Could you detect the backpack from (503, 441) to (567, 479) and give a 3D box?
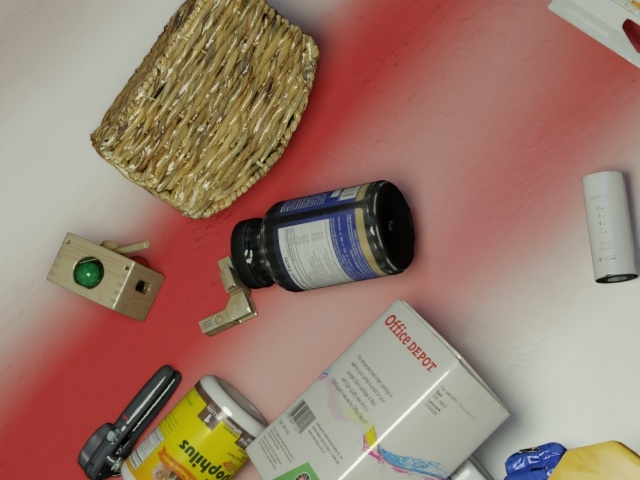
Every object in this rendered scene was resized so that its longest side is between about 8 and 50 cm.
[{"bbox_3d":[0.287,0.294,1.706,0.120,0.098,0.101,-16,71,12],"label":"backpack"}]

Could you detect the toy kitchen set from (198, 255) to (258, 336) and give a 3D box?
[{"bbox_3d":[-0.138,0.072,1.884,0.075,0.068,0.083,-25,73,9],"label":"toy kitchen set"}]

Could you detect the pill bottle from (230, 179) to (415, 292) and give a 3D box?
[{"bbox_3d":[0.000,0.000,1.824,0.219,0.123,0.122,-11,75,27],"label":"pill bottle"}]

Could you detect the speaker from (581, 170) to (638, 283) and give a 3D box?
[{"bbox_3d":[0.362,-0.017,1.773,0.055,0.055,0.136,-9,76,13],"label":"speaker"}]

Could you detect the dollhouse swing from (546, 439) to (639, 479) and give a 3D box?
[{"bbox_3d":[0.399,0.439,1.598,0.305,0.315,0.346,38,98,47],"label":"dollhouse swing"}]

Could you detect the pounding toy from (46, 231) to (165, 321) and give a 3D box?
[{"bbox_3d":[-0.277,0.038,1.891,0.130,0.141,0.100,23,85,18],"label":"pounding toy"}]

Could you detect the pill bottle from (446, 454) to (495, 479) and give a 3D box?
[{"bbox_3d":[0.122,0.340,1.735,0.193,0.108,0.108,-42,71,3],"label":"pill bottle"}]

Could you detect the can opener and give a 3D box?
[{"bbox_3d":[-0.253,0.242,1.884,0.073,0.059,0.186,39,91,20],"label":"can opener"}]

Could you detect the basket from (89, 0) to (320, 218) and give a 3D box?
[{"bbox_3d":[-0.148,-0.187,1.930,0.213,0.223,0.299,34,88,-14],"label":"basket"}]

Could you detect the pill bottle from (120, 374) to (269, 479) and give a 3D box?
[{"bbox_3d":[-0.174,0.285,1.823,0.117,0.117,0.215,43,92,19],"label":"pill bottle"}]

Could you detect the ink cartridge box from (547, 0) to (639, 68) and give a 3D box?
[{"bbox_3d":[0.470,-0.312,1.805,0.275,0.060,0.239,37,91,18],"label":"ink cartridge box"}]

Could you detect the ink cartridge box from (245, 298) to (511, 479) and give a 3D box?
[{"bbox_3d":[0.066,0.232,1.713,0.278,0.117,0.201,-45,27,1],"label":"ink cartridge box"}]
